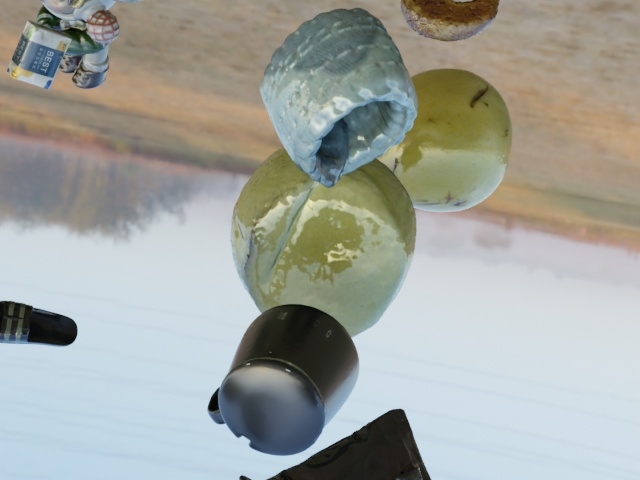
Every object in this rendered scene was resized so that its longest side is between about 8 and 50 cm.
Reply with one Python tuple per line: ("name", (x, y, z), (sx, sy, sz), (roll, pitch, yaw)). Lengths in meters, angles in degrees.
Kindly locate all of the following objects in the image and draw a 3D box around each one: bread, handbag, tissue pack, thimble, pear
("bread", (0.002, -0.007, 1.870), (0.321, 0.320, 0.237), (10, -145, 2))
("handbag", (0.056, 0.331, 1.238), (0.211, 0.254, 0.088), (-21, 166, -18))
("tissue pack", (-0.397, -0.261, 1.619), (0.062, 0.083, 0.042), (16, -162, -39))
("thimble", (0.029, -0.199, 1.649), (0.205, 0.171, 0.250), (-15, 155, -27))
("pear", (0.231, -0.200, 2.329), (0.309, 0.309, 0.309), (9, -175, -1))
("bread", (0.230, -0.427, 2.024), (0.193, 0.193, 0.064), (10, 154, 11))

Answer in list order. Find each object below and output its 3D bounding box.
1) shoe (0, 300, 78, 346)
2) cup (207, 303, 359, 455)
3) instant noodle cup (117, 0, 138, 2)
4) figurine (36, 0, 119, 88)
("shoe", (-0.483, 0.138, 1.915), (0.179, 0.071, 0.049), (13, 160, -32))
("cup", (-0.063, 0.199, 1.554), (0.223, 0.169, 0.176), (-27, -164, 26))
("instant noodle cup", (-0.194, -0.454, 1.515), (0.231, 0.242, 0.243), (-3, 176, 38))
("figurine", (-0.422, -0.430, 2.014), (0.167, 0.370, 0.281), (-30, -119, -28))
